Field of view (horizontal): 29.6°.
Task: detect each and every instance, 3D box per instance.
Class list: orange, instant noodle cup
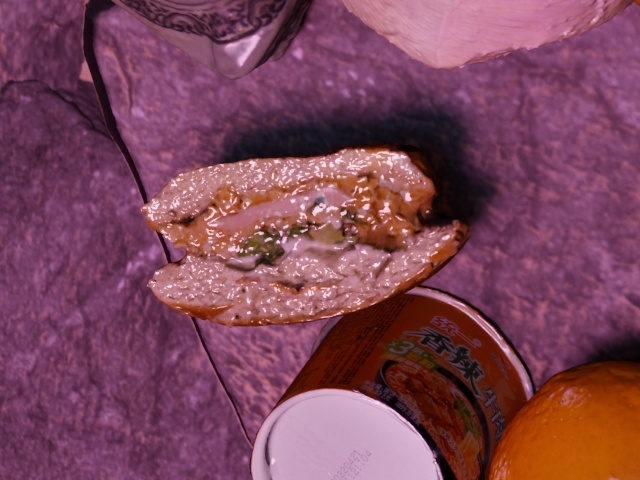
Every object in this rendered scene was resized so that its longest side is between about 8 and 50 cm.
[{"bbox_3d":[0.243,0.205,0.967,0.219,0.193,0.219,0,92,-3],"label":"orange"},{"bbox_3d":[0.056,0.174,1.055,0.230,0.182,0.230,7,108,23],"label":"instant noodle cup"}]

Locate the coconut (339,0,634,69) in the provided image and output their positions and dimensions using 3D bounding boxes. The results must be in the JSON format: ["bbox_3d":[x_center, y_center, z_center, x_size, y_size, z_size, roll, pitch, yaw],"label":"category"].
[{"bbox_3d":[0.105,-0.262,0.809,0.297,0.254,0.297,29,129,43],"label":"coconut"}]

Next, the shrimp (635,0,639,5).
[{"bbox_3d":[0.288,-0.280,0.841,0.152,0.063,0.287,32,134,25],"label":"shrimp"}]

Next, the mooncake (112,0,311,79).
[{"bbox_3d":[-0.106,-0.290,1.013,0.250,0.136,0.254,34,118,8],"label":"mooncake"}]

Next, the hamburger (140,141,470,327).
[{"bbox_3d":[0.000,0.000,1.044,0.282,0.156,0.144,-6,84,21],"label":"hamburger"}]
